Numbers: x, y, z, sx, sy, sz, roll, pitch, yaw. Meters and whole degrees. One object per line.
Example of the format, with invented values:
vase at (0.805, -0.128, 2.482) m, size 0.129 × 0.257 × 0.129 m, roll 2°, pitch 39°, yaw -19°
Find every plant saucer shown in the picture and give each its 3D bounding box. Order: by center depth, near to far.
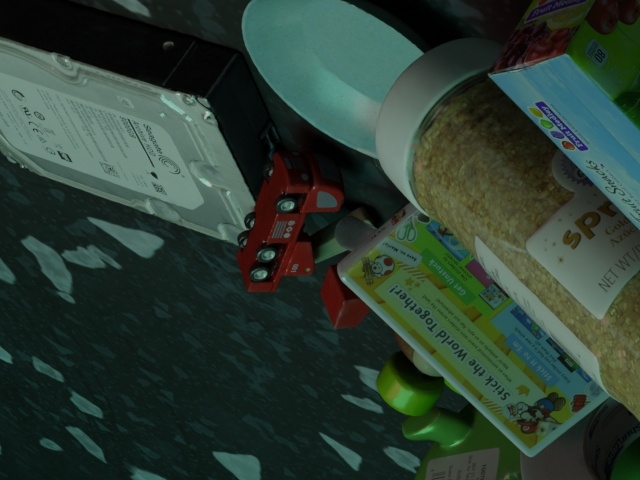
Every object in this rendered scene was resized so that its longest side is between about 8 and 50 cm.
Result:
plant saucer at (0.033, -0.130, 1.344) m, size 0.195 × 0.037 × 0.195 m, roll 27°, pitch 157°, yaw 13°

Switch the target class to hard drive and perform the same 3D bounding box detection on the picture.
hard drive at (-0.188, -0.113, 1.623) m, size 0.339 × 0.064 × 0.237 m, roll 19°, pitch 153°, yaw 28°

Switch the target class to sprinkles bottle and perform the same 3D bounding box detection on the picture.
sprinkles bottle at (0.166, 0.003, 1.096) m, size 0.355 × 0.121 × 0.121 m, roll 48°, pitch 174°, yaw 47°

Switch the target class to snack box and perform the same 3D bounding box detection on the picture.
snack box at (0.208, -0.110, 0.952) m, size 0.174 × 0.207 × 0.070 m, roll 44°, pitch 154°, yaw -21°

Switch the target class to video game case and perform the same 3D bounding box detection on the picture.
video game case at (0.162, 0.029, 1.326) m, size 0.227 × 0.206 × 0.026 m, roll 44°, pitch -165°, yaw -24°

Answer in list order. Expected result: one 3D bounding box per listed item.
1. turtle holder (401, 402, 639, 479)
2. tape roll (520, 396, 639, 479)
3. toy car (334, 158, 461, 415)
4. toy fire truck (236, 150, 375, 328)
turtle holder at (0.240, 0.229, 1.593) m, size 0.227 × 0.320 × 0.243 m, roll 33°, pitch -155°, yaw -35°
tape roll at (0.270, 0.170, 1.402) m, size 0.219 × 0.219 × 0.072 m, roll 14°, pitch 151°, yaw 36°
toy car at (0.084, 0.017, 1.454) m, size 0.188 × 0.149 × 0.155 m, roll 48°, pitch 125°, yaw 26°
toy fire truck at (0.000, 0.000, 1.574) m, size 0.135 × 0.047 × 0.192 m, roll -1°, pitch 138°, yaw -24°
